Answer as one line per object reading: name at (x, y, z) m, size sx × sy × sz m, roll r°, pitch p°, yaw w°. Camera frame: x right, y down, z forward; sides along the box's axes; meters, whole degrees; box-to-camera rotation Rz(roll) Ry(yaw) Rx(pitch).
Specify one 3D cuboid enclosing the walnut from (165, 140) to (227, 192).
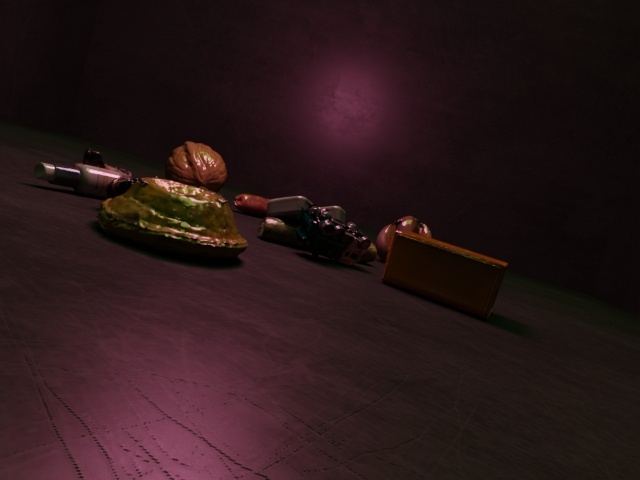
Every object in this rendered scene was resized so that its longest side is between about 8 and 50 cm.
walnut at (-0.459, -0.251, 1.758) m, size 0.224 × 0.225 × 0.261 m, roll 13°, pitch 19°, yaw -29°

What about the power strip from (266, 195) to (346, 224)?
power strip at (-0.020, -0.064, 1.434) m, size 0.193 × 0.060 × 0.265 m, roll -5°, pitch -20°, yaw 25°

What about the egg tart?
egg tart at (-0.273, -0.048, 0.916) m, size 0.290 × 0.116 × 0.290 m, roll 15°, pitch 7°, yaw -2°

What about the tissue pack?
tissue pack at (0.319, 0.081, 1.221) m, size 0.274 × 0.146 × 0.194 m, roll 19°, pitch 5°, yaw 23°

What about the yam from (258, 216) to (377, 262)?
yam at (0.000, 0.000, 1.399) m, size 0.371 × 0.083 × 0.083 m, roll 13°, pitch 7°, yaw -26°

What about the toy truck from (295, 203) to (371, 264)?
toy truck at (0.026, -0.005, 1.294) m, size 0.215 × 0.116 × 0.110 m, roll 22°, pitch 20°, yaw -38°

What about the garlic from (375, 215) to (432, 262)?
garlic at (0.287, 0.014, 1.703) m, size 0.213 × 0.191 × 0.160 m, roll 4°, pitch -16°, yaw -13°

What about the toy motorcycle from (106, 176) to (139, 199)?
toy motorcycle at (-0.400, -0.090, 1.092) m, size 0.122 × 0.082 × 0.213 m, roll 7°, pitch -12°, yaw 19°

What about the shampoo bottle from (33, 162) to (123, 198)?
shampoo bottle at (-0.574, -0.148, 1.145) m, size 0.074 × 0.074 × 0.192 m, roll 22°, pitch 7°, yaw 37°

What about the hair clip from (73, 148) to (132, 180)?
hair clip at (-0.706, -0.230, 1.524) m, size 0.172 × 0.069 × 0.300 m, roll 17°, pitch -4°, yaw -12°

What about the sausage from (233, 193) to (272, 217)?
sausage at (-0.169, -0.118, 1.948) m, size 0.432 × 0.088 × 0.087 m, roll 10°, pitch 9°, yaw -45°
